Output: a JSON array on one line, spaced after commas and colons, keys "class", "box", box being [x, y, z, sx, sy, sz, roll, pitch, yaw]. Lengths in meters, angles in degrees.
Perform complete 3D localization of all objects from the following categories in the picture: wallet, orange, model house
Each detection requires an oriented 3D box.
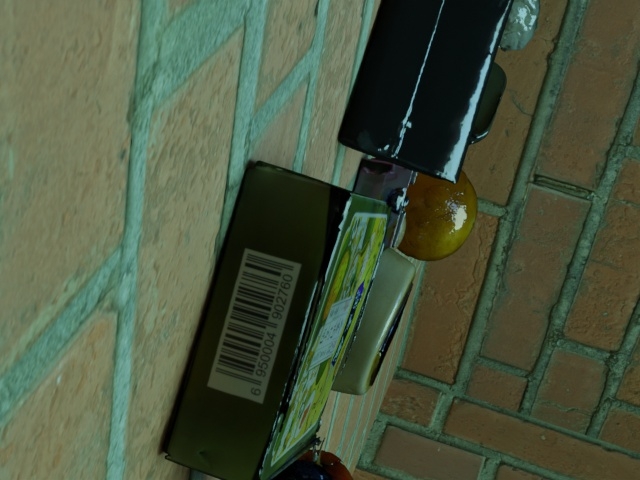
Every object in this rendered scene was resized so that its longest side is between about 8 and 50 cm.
[{"class": "wallet", "box": [0.190, -0.317, 1.858, 0.062, 0.228, 0.406, 11, -96, 65]}, {"class": "orange", "box": [0.250, -0.070, 2.604, 0.240, 0.239, 0.240, 18, 90, -80]}, {"class": "model house", "box": [0.217, -0.222, 2.188, 0.279, 0.218, 0.205, 100, 13, -61]}]

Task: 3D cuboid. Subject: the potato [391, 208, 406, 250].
[{"class": "potato", "box": [0.121, -0.049, 2.251, 0.112, 0.112, 0.147, -51, 144, -66]}]

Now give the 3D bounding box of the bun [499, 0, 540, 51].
[{"class": "bun", "box": [0.272, -0.467, 2.057, 0.281, 0.204, 0.282, 166, -90, -77]}]

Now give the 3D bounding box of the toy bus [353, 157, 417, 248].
[{"class": "toy bus", "box": [0.104, -0.026, 2.153, 0.090, 0.112, 0.274, -30, 137, -76]}]

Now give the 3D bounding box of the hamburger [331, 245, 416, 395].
[{"class": "hamburger", "box": [0.053, 0.128, 1.983, 0.302, 0.170, 0.302, 22, 90, -82]}]

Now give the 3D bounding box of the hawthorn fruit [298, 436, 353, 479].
[{"class": "hawthorn fruit", "box": [-0.019, 0.496, 2.169, 0.211, 0.211, 0.299, -58, 153, -56]}]

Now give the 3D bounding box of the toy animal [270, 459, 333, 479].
[{"class": "toy animal", "box": [-0.054, 0.373, 1.527, 0.185, 0.122, 0.298, -27, 154, -14]}]

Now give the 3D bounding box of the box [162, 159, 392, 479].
[{"class": "box", "box": [-0.039, 0.102, 1.494, 0.420, 0.138, 0.373, 3, 104, -80]}]
